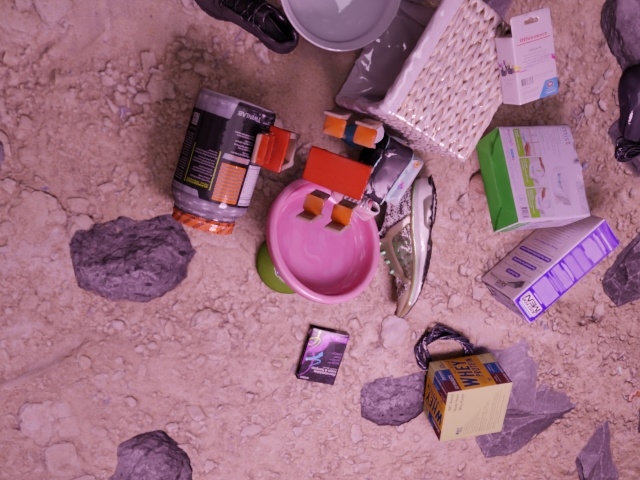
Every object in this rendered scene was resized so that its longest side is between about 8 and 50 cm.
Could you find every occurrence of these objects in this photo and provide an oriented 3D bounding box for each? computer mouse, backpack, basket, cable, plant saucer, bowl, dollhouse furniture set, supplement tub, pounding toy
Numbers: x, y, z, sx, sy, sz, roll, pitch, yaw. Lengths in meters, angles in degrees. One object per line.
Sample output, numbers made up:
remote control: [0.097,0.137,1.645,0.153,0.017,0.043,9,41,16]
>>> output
computer mouse: [0.942,-0.372,1.724,0.188,0.072,0.272,-17,108,-8]
backpack: [0.162,-0.183,1.491,0.144,0.188,0.166,25,106,-17]
basket: [0.259,-0.402,1.422,0.266,0.328,0.331,27,96,-23]
cable: [0.376,0.341,1.788,0.184,0.047,0.151,27,97,-19]
plant saucer: [0.000,0.000,1.523,0.332,0.084,0.332,9,74,-32]
bowl: [0.035,-0.599,1.411,0.297,0.134,0.298,-3,104,-12]
dollhouse furniture set: [-0.012,-0.172,1.358,0.259,0.135,0.262,22,109,15]
supplement tub: [-0.240,-0.185,1.424,0.193,0.193,0.316,16,100,-17]
pounding toy: [-0.063,0.044,1.571,0.183,0.110,0.237,18,100,-18]

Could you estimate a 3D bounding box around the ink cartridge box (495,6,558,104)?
ink cartridge box: [0.441,-0.395,1.278,0.104,0.061,0.181,-20,112,-14]

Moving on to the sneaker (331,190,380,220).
sneaker: [0.095,-0.102,1.519,0.134,0.070,0.051,34,63,-21]

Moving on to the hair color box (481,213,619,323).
hair color box: [0.653,0.062,1.709,0.339,0.185,0.110,-40,111,0]

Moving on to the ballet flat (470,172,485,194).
ballet flat: [0.527,-0.154,1.683,0.206,0.067,0.073,3,105,-14]

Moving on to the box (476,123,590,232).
box: [0.569,-0.168,1.598,0.231,0.127,0.262,-6,79,-19]

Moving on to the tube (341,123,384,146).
tube: [0.089,-0.260,1.477,0.052,0.207,0.080,-48,109,-10]

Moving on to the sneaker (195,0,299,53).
sneaker: [-0.167,-0.538,1.383,0.286,0.130,0.109,24,100,-17]

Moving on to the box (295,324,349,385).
box: [0.006,0.330,1.705,0.116,0.029,0.162,14,102,-17]

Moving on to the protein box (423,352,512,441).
protein box: [0.430,0.463,1.765,0.201,0.136,0.200,-6,120,-12]

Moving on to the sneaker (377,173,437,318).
sneaker: [0.213,0.012,1.642,0.182,0.158,0.410,9,106,16]
